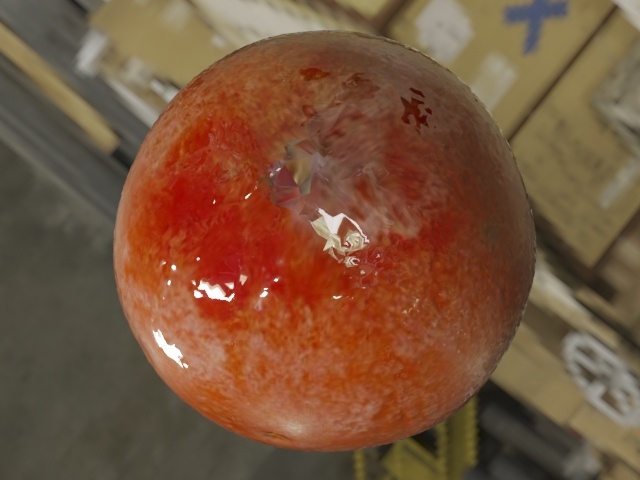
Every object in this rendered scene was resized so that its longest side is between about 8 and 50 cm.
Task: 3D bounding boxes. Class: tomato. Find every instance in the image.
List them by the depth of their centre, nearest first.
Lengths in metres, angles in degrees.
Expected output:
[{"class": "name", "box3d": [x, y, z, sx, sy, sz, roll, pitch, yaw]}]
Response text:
[{"class": "tomato", "box3d": [0.000, 0.000, 1.228, 0.265, 0.265, 0.265, 39, 174, 5]}]
